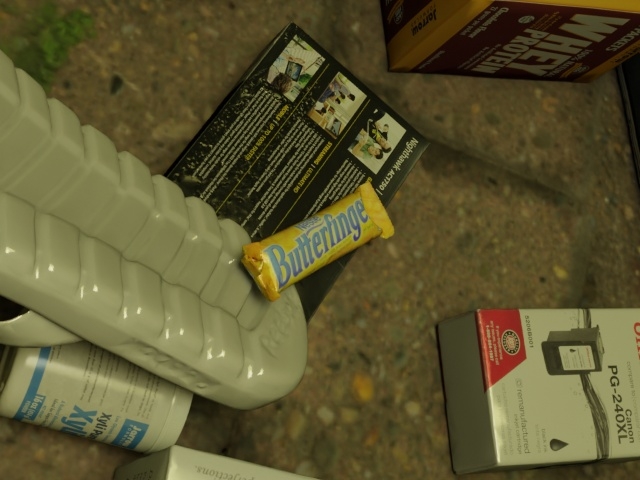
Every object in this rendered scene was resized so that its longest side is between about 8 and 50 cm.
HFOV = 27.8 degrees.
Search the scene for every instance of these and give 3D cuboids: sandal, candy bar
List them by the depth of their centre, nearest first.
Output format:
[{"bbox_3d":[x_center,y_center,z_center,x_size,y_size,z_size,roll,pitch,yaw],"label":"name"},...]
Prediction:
[{"bbox_3d":[-0.182,-0.012,0.703,0.416,0.102,0.169,37,30,-24],"label":"sandal"},{"bbox_3d":[0.000,0.000,0.814,0.161,0.018,0.040,-28,92,-56],"label":"candy bar"}]

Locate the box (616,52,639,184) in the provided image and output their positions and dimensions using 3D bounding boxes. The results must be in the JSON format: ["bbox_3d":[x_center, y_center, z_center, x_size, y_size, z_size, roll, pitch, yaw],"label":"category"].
[{"bbox_3d":[0.499,-0.223,1.041,0.480,0.297,0.471,-1,73,-25],"label":"box"}]

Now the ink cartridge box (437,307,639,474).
[{"bbox_3d":[0.167,0.105,0.915,0.151,0.063,0.109,0,75,-24],"label":"ink cartridge box"}]

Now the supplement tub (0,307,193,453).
[{"bbox_3d":[-0.136,0.084,0.777,0.107,0.071,0.071,18,68,-18],"label":"supplement tub"}]

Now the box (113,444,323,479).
[{"bbox_3d":[-0.040,0.231,0.750,0.181,0.119,0.181,18,68,-20],"label":"box"}]

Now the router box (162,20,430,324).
[{"bbox_3d":[-0.024,-0.041,0.880,0.133,0.046,0.179,40,63,-10],"label":"router box"}]

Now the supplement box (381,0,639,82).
[{"bbox_3d":[0.150,-0.235,0.971,0.191,0.129,0.194,0,74,-25],"label":"supplement box"}]
